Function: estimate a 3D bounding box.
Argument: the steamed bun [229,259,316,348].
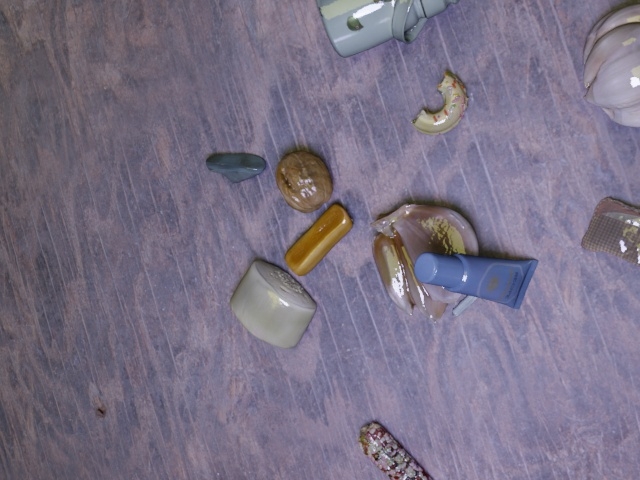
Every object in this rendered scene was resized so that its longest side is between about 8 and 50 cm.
[{"bbox_3d":[-0.149,0.195,1.524,0.250,0.154,0.200,39,106,18],"label":"steamed bun"}]

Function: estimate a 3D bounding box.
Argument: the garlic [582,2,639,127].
[{"bbox_3d":[0.677,-0.380,1.147,0.203,0.184,0.281,-24,85,37],"label":"garlic"}]

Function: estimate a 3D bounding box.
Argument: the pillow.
[{"bbox_3d":[0.723,-0.010,1.194,0.211,0.034,0.135,29,102,44],"label":"pillow"}]

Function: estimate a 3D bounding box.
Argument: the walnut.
[{"bbox_3d":[-0.050,-0.170,1.467,0.155,0.155,0.184,-35,79,20],"label":"walnut"}]

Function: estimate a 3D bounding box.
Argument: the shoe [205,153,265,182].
[{"bbox_3d":[-0.257,-0.218,1.597,0.195,0.079,0.078,9,132,13],"label":"shoe"}]

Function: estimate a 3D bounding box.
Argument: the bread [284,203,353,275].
[{"bbox_3d":[0.000,0.000,1.496,0.239,0.074,0.093,-45,61,16],"label":"bread"}]

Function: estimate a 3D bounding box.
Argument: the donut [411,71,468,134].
[{"bbox_3d":[0.320,-0.344,1.351,0.108,0.065,0.166,40,107,14],"label":"donut"}]

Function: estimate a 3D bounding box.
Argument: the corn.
[{"bbox_3d":[0.220,0.625,1.445,0.280,0.092,0.092,42,107,9],"label":"corn"}]

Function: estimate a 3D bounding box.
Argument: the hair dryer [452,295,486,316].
[{"bbox_3d":[0.389,0.149,1.370,0.082,0.047,0.137,44,115,14],"label":"hair dryer"}]

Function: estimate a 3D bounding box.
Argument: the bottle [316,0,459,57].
[{"bbox_3d":[0.185,-0.612,1.319,0.351,0.229,0.229,-13,89,19],"label":"bottle"}]

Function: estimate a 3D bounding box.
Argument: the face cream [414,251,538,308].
[{"bbox_3d":[0.378,0.086,1.220,0.086,0.385,0.136,32,107,54],"label":"face cream"}]

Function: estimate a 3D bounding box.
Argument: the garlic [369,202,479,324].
[{"bbox_3d":[0.278,0.039,1.351,0.279,0.132,0.325,-34,80,34],"label":"garlic"}]
